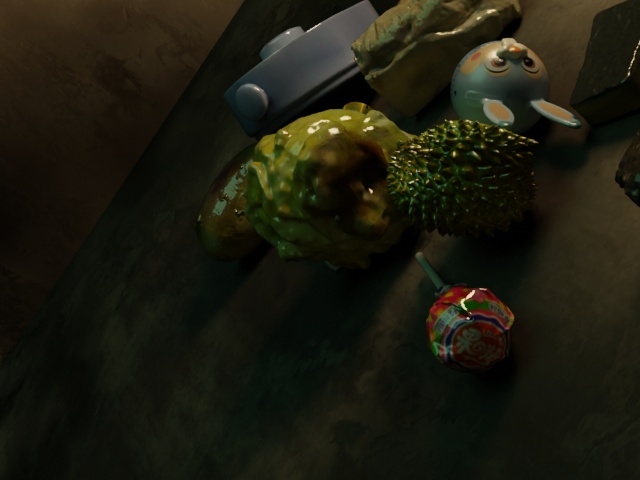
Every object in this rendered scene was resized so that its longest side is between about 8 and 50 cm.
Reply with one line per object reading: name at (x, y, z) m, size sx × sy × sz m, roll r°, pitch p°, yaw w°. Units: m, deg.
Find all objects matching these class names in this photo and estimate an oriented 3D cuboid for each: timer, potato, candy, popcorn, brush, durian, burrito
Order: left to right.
potato at (-0.161, -0.090, 2.302) m, size 0.307 × 0.173 × 0.210 m, roll -53°, pitch 26°, yaw 1°
timer at (-0.052, -0.373, 2.286) m, size 0.395 × 0.173 × 0.395 m, roll -32°, pitch 4°, yaw 3°
popcorn at (0.023, -0.087, 1.832) m, size 0.312 × 0.312 × 0.312 m, roll -43°, pitch 27°, yaw 28°
burrito at (0.216, -0.406, 1.950) m, size 0.332 × 0.135 × 0.190 m, roll -42°, pitch 72°, yaw 28°
candy at (0.186, 0.084, 1.518) m, size 0.124 × 0.124 × 0.365 m, roll -52°, pitch 17°, yaw 9°
durian at (0.212, -0.089, 1.552) m, size 0.237 × 0.200 × 0.176 m, roll -5°, pitch 92°, yaw 53°
timer at (0.296, -0.240, 1.609) m, size 0.175 × 0.175 × 0.255 m, roll -57°, pitch 9°, yaw -4°
brush at (0.444, -0.271, 1.524) m, size 0.123 × 0.059 × 0.197 m, roll -21°, pitch 41°, yaw 55°

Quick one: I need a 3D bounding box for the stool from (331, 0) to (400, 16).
stool at (0.155, -0.693, 2.483) m, size 0.244 × 0.170 × 0.269 m, roll -15°, pitch 46°, yaw 55°

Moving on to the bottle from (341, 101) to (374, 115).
bottle at (0.051, -0.155, 2.094) m, size 0.082 × 0.082 × 0.286 m, roll -30°, pitch 34°, yaw 45°

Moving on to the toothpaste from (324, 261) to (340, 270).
toothpaste at (0.000, 0.000, 2.055) m, size 0.067 × 0.037 × 0.255 m, roll -56°, pitch 27°, yaw 0°

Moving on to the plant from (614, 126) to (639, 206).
plant at (0.453, -0.114, 1.227) m, size 0.203 × 0.142 × 0.131 m, roll -60°, pitch 13°, yaw 14°
